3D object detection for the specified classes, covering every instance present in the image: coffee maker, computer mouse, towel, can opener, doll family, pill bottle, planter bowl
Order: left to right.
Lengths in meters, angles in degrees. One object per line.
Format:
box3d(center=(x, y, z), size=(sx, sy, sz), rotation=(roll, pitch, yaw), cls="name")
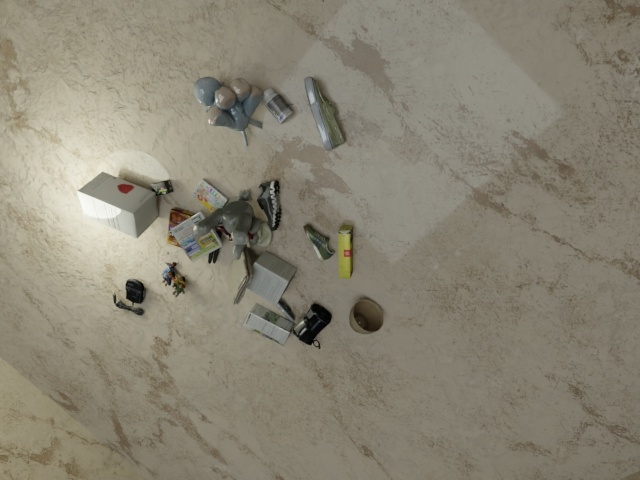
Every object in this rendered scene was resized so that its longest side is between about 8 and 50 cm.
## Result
box3d(center=(-1.051, 0.287, 2.217), size=(0.183, 0.060, 0.262), rotation=(16, 124, 3), cls="computer mouse")
box3d(center=(-0.763, 0.197, 2.106), size=(0.193, 0.076, 0.111), rotation=(46, 118, -2), cls="doll family")
box3d(center=(-0.524, 0.032, 2.004), size=(0.059, 0.073, 0.186), rotation=(-3, 114, -30), cls="can opener")
box3d(center=(-0.380, 0.156, 1.906), size=(0.049, 0.282, 0.187), rotation=(19, 116, -27), cls="towel")
box3d(center=(-0.183, -0.565, 1.689), size=(0.078, 0.078, 0.137), rotation=(-36, 98, 22), cls="pill bottle")
box3d(center=(-0.024, 0.422, 2.001), size=(0.171, 0.120, 0.178), rotation=(29, 117, -24), cls="coffee maker")
box3d(center=(0.201, 0.375, 1.907), size=(0.162, 0.162, 0.109), rotation=(35, 139, -1), cls="planter bowl")

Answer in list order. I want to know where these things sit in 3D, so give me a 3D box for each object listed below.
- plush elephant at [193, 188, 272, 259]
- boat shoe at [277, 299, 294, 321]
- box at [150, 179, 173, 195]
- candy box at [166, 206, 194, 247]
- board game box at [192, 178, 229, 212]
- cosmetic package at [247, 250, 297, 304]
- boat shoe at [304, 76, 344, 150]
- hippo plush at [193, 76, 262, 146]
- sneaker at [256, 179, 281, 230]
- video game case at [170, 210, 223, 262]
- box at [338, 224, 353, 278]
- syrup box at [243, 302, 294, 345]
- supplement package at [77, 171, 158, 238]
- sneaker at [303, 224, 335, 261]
box3d(center=(-0.370, -0.042, 1.842), size=(0.271, 0.330, 0.256), rotation=(5, 134, 17), cls="plush elephant")
box3d(center=(-0.173, 0.352, 2.037), size=(0.040, 0.049, 0.142), rotation=(-43, 103, -16), cls="boat shoe")
box3d(center=(-0.769, -0.254, 1.955), size=(0.083, 0.052, 0.062), rotation=(-8, 108, 17), cls="box")
box3d(center=(-0.698, -0.060, 2.009), size=(0.109, 0.053, 0.187), rotation=(18, 114, 6), cls="candy box")
box3d(center=(-0.525, -0.207, 1.927), size=(0.154, 0.026, 0.103), rotation=(39, 113, -2), cls="board game box")
box3d(center=(-0.238, 0.176, 1.930), size=(0.183, 0.151, 0.152), rotation=(30, 114, 3), cls="cosmetic package")
box3d(center=(0.016, -0.524, 1.656), size=(0.094, 0.109, 0.303), rotation=(-19, 114, 3), cls="boat shoe")
box3d(center=(-0.383, -0.591, 1.675), size=(0.234, 0.294, 0.236), rotation=(-48, 68, 12), cls="hippo plush")
box3d(center=(-0.239, -0.161, 1.853), size=(0.106, 0.078, 0.235), rotation=(4, 106, 15), cls="sneaker")
box3d(center=(-0.599, -0.016, 1.954), size=(0.212, 0.023, 0.194), rotation=(-26, 101, 23), cls="video game case")
box3d(center=(0.116, 0.052, 1.837), size=(0.058, 0.087, 0.233), rotation=(3, 109, 12), cls="box")
box3d(center=(-0.262, 0.427, 2.058), size=(0.236, 0.093, 0.096), rotation=(26, 114, 3), cls="syrup box")
box3d(center=(-0.963, -0.172, 1.938), size=(0.292, 0.178, 0.175), rotation=(21, 136, 4), cls="supplement package")
box3d(center=(0.000, 0.000, 1.862), size=(0.086, 0.064, 0.192), rotation=(-24, 103, 12), cls="sneaker")
